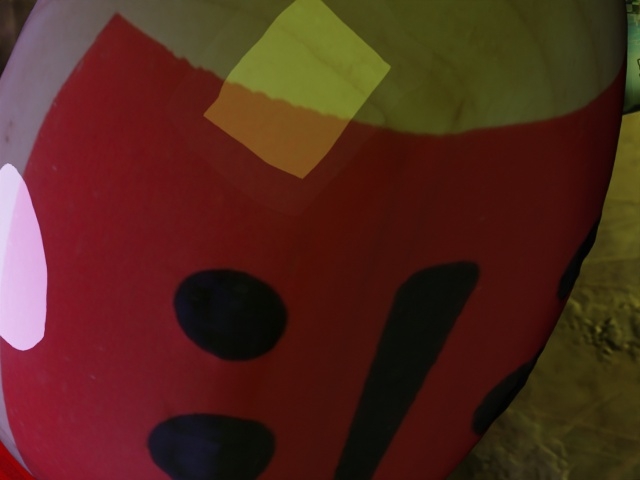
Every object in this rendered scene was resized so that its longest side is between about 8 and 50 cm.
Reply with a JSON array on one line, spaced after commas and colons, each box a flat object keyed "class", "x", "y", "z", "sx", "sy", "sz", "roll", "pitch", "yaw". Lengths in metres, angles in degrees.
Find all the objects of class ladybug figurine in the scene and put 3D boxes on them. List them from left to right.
[{"class": "ladybug figurine", "x": 0.000, "y": 0.000, "z": 0.877, "sx": 0.305, "sy": 0.162, "sz": 0.449, "roll": -11, "pitch": 138, "yaw": -28}]

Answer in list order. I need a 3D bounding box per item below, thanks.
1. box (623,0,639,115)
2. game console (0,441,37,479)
[{"class": "box", "x": 0.220, "y": -0.137, "z": 0.915, "sx": 0.207, "sy": 0.036, "sz": 0.114, "roll": -14, "pitch": 109, "yaw": 17}, {"class": "game console", "x": -0.124, "y": 0.113, "z": 1.110, "sx": 0.144, "sy": 0.085, "sz": 0.124, "roll": 49, "pitch": 145, "yaw": -10}]
